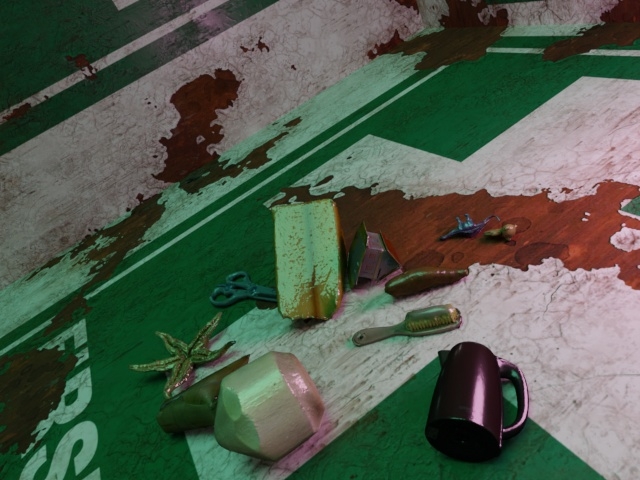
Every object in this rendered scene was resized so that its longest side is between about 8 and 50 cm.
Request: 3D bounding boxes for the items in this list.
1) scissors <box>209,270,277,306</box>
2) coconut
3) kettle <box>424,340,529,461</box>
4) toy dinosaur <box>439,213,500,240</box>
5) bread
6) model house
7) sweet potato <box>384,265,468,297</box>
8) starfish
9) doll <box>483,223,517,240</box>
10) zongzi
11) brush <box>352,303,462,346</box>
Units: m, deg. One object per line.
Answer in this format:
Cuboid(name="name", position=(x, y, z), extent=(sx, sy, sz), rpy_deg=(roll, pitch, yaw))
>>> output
Cuboid(name="scissors", position=(-0.254, 0.187, 1.779), extent=(0.392, 0.032, 0.180), rpy_deg=(5, 44, 41))
Cuboid(name="coconut", position=(-0.133, 0.407, 1.183), extent=(0.265, 0.238, 0.237), rpy_deg=(-26, 31, -7))
Cuboid(name="kettle", position=(0.336, 0.329, 1.038), extent=(0.201, 0.144, 0.232), rpy_deg=(10, 41, 17))
Cuboid(name="toy dinosaur", position=(0.471, -0.045, 1.560), extent=(0.197, 0.045, 0.080), rpy_deg=(-20, 44, 25))
Cuboid(name="bread", position=(-0.038, 0.064, 1.583), extent=(0.233, 0.245, 0.362), rpy_deg=(-8, 33, 6))
Cuboid(name="model house", position=(0.177, 0.051, 1.588), extent=(0.135, 0.208, 0.219), rpy_deg=(11, 22, -7))
Cuboid(name="sweet potato", position=(0.305, 0.110, 1.435), extent=(0.243, 0.077, 0.077), rpy_deg=(-18, 33, 9))
Cuboid(name="starfish", position=(-0.446, 0.366, 1.620), extent=(0.347, 0.078, 0.357), rpy_deg=(-40, 33, -18))
Cuboid(name="doll", position=(0.543, -0.030, 1.476), extent=(0.061, 0.051, 0.093), rpy_deg=(-15, 22, -39))
Cuboid(name="zongzi", position=(-0.333, 0.432, 1.417), extent=(0.228, 0.115, 0.256), rpy_deg=(-17, 26, 24))
Cuboid(name="brush", position=(0.224, 0.226, 1.336), extent=(0.312, 0.067, 0.072), rpy_deg=(-17, 34, 21))
